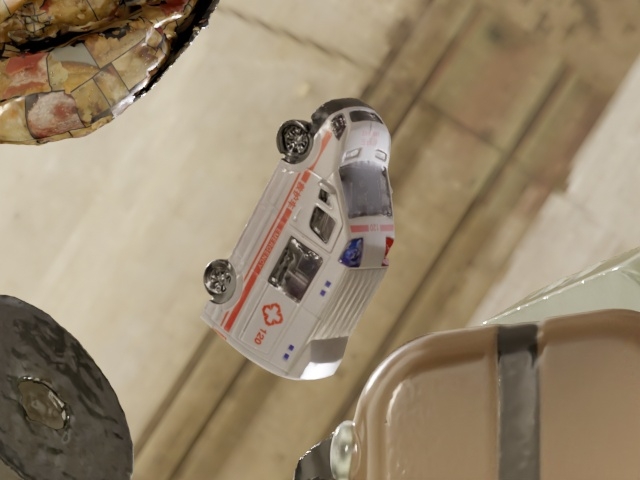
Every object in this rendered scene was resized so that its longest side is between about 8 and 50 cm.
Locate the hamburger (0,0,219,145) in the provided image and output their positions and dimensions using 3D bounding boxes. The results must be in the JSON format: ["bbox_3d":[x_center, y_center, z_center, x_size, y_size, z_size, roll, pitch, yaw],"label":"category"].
[{"bbox_3d":[-0.144,-0.147,0.863,0.231,0.231,0.107,30,159,39],"label":"hamburger"}]

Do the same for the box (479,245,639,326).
[{"bbox_3d":[0.288,0.191,1.535,0.367,0.090,0.373,64,162,2],"label":"box"}]

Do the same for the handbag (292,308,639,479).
[{"bbox_3d":[0.100,0.194,1.116,0.283,0.302,0.149,-2,172,18],"label":"handbag"}]

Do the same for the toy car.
[{"bbox_3d":[0.000,0.000,1.427,0.108,0.210,0.089,39,-159,30],"label":"toy car"}]

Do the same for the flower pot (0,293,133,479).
[{"bbox_3d":[-0.229,0.143,1.230,0.269,0.166,0.269,43,-153,-29],"label":"flower pot"}]
